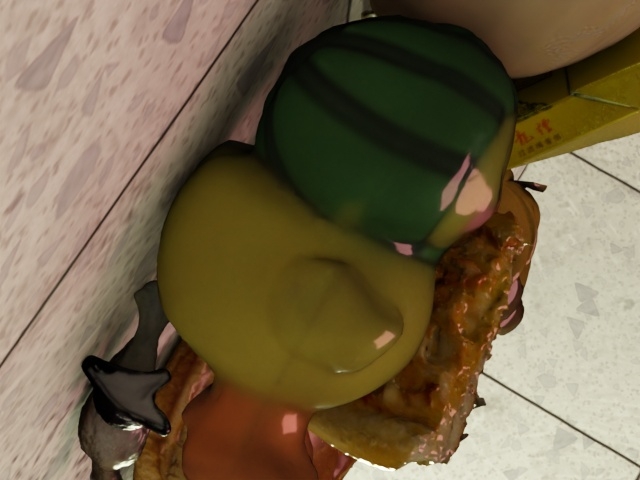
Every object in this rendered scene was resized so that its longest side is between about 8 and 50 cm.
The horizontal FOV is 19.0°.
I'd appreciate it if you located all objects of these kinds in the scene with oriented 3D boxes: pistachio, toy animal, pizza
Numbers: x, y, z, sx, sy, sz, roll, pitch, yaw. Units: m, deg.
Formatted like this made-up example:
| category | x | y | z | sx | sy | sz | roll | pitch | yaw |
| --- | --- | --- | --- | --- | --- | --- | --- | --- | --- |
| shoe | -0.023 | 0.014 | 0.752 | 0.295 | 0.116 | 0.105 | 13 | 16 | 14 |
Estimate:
| category | x | y | z | sx | sy | sz | roll | pitch | yaw |
| --- | --- | --- | --- | --- | --- | --- | --- | --- | --- |
| pistachio | 0.168 | -0.237 | 1.306 | 0.332 | 0.208 | 0.226 | -28 | 171 | 39 |
| toy animal | -0.002 | -0.003 | 1.276 | 0.338 | 0.191 | 0.216 | -60 | 180 | 5 |
| toy animal | -0.140 | 0.127 | 1.366 | 0.105 | 0.070 | 0.202 | -78 | -176 | -47 |
| pizza | 0.048 | 0.034 | 1.456 | 0.226 | 0.335 | 0.086 | -33 | 131 | 8 |

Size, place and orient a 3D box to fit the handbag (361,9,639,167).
| category | x | y | z | sx | sy | sz | roll | pitch | yaw |
| --- | --- | --- | --- | --- | --- | --- | --- | --- | --- |
| handbag | 0.238 | -0.175 | 1.619 | 0.283 | 0.400 | 0.133 | 57 | 19 | -78 |

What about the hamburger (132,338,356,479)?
| category | x | y | z | sx | sy | sz | roll | pitch | yaw |
| --- | --- | --- | --- | --- | --- | --- | --- | --- | --- |
| hamburger | -0.052 | 0.166 | 1.671 | 0.290 | 0.170 | 0.314 | -49 | 169 | -24 |

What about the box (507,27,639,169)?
| category | x | y | z | sx | sy | sz | roll | pitch | yaw |
| --- | --- | --- | --- | --- | --- | --- | --- | --- | --- |
| box | 0.127 | -0.100 | 1.422 | 0.279 | 0.041 | 0.153 | -25 | -154 | 16 |

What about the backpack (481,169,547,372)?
| category | x | y | z | sx | sy | sz | roll | pitch | yaw |
| --- | --- | --- | --- | --- | --- | --- | --- | --- | --- |
| backpack | 0.132 | 0.075 | 2.317 | 0.378 | 0.201 | 0.353 | -57 | 172 | -2 |
